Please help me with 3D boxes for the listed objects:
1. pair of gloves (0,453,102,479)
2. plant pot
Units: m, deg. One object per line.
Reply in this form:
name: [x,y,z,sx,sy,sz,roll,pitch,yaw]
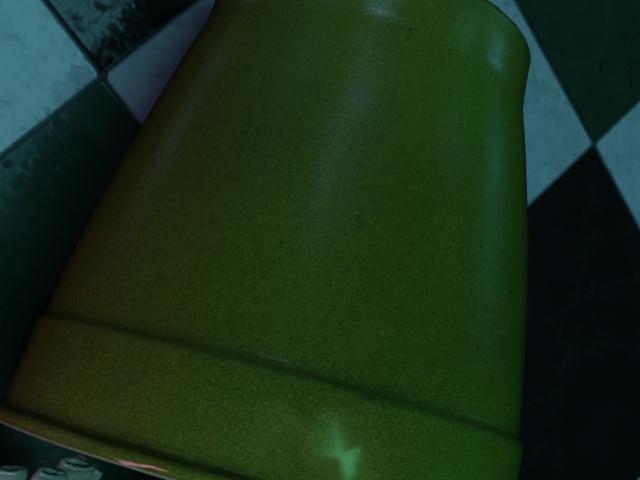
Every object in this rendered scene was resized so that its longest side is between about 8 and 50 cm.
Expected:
pair of gloves: [-0.178,0.236,0.758,0.240,0.042,0.204,13,116,-38]
plant pot: [0.000,0.000,0.741,0.366,0.366,0.353,21,79,-28]
